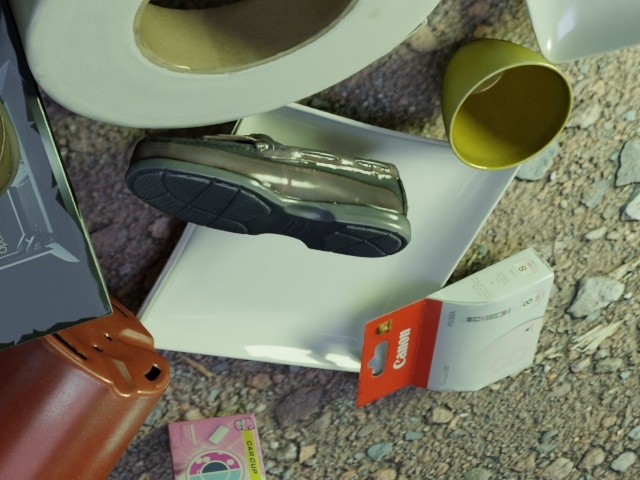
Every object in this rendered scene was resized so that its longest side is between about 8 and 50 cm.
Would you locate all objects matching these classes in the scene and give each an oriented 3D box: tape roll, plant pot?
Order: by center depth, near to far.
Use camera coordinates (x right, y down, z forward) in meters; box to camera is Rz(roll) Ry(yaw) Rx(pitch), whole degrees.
[{"bbox_3d":[-0.065,-0.223,1.181,0.392,0.072,0.392,-18,159,-7],"label":"tape roll"},{"bbox_3d":[-0.310,0.180,1.438,0.272,0.272,0.265,27,108,-40],"label":"plant pot"},{"bbox_3d":[0.176,-0.153,1.438,0.134,0.095,0.134,-13,135,-13],"label":"plant pot"}]

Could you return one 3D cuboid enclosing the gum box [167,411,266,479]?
[{"bbox_3d":[-0.119,0.292,1.667,0.107,0.188,0.062,-7,134,-8],"label":"gum box"}]

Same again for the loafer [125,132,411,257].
[{"bbox_3d":[-0.048,-0.059,1.383,0.302,0.095,0.109,14,152,-26],"label":"loafer"}]

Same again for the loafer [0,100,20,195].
[{"bbox_3d":[-0.345,-0.178,1.082,0.134,0.130,0.366,-33,108,-3],"label":"loafer"}]

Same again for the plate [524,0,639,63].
[{"bbox_3d":[0.310,-0.313,1.316,0.278,0.045,0.277,-12,130,18],"label":"plate"}]

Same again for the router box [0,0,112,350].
[{"bbox_3d":[-0.345,-0.043,1.233,0.243,0.081,0.309,-18,109,-8],"label":"router box"}]

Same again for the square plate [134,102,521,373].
[{"bbox_3d":[0.000,0.000,1.538,0.347,0.049,0.344,10,126,-31],"label":"square plate"}]

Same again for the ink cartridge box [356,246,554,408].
[{"bbox_3d":[0.160,0.123,1.676,0.232,0.066,0.189,-27,147,-22],"label":"ink cartridge box"}]
